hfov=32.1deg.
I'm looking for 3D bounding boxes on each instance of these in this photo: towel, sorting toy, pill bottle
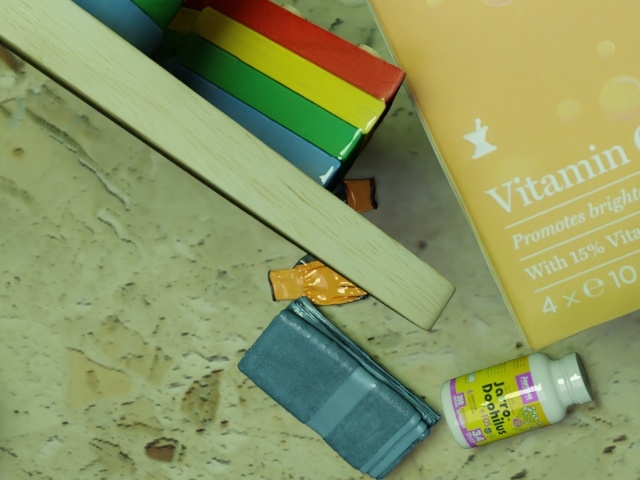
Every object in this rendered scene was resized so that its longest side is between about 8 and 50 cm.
[{"bbox_3d":[0.010,0.093,0.691,0.119,0.029,0.067,40,120,-2],"label":"towel"},{"bbox_3d":[-0.072,-0.092,0.514,0.257,0.255,0.089,35,88,-30],"label":"sorting toy"},{"bbox_3d":[0.117,0.093,0.662,0.083,0.043,0.043,-21,99,17],"label":"pill bottle"}]

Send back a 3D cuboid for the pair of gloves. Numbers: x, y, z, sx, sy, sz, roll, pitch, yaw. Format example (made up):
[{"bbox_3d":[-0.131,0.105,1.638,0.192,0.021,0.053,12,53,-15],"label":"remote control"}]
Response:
[{"bbox_3d":[0.000,0.000,0.681,0.074,0.010,0.083,-3,103,14],"label":"pair of gloves"}]

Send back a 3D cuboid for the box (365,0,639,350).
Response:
[{"bbox_3d":[0.130,-0.159,0.525,0.215,0.168,0.345,-24,98,18],"label":"box"}]
